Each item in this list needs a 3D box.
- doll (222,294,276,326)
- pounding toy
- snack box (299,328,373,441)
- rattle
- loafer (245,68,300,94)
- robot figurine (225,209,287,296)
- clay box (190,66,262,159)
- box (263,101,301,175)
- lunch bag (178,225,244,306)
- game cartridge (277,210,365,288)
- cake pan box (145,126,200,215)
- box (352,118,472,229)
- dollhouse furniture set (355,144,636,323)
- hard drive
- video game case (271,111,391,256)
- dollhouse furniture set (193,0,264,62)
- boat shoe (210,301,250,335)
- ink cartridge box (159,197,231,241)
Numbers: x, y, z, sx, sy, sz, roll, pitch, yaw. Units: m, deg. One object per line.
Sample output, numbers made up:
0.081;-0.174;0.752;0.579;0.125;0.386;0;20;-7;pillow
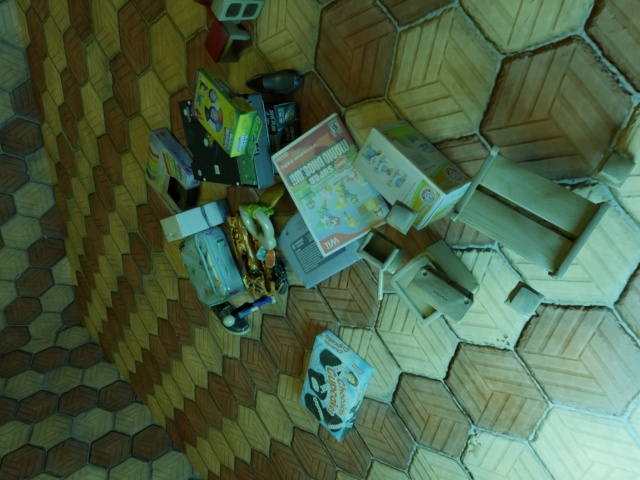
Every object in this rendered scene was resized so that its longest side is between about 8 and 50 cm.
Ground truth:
-0.234;0.222;1.542;0.129;0.189;0.046;-11;100;50;doll
0.206;0.074;1.052;0.206;0.094;0.181;54;129;15;pounding toy
0.040;0.444;1.454;0.187;0.060;0.321;36;132;30;snack box
-0.142;-0.043;1.381;0.130;0.142;0.199;-6;122;39;rattle
-0.120;-0.398;1.211;0.170;0.061;0.062;8;113;44;loafer
-0.201;0.048;1.501;0.211;0.085;0.290;3;111;48;robot figurine
-0.232;-0.305;1.164;0.222;0.053;0.127;48;138;23;clay box
-0.126;-0.271;1.266;0.147;0.078;0.180;14;118;45;box
-0.394;0.090;1.714;0.224;0.108;0.279;-21;93;50;lunch bag
0.000;0.000;1.286;0.297;0.062;0.198;-34;79;50;game cartridge
-0.538;-0.233;1.745;0.267;0.070;0.245;49;139;19;cake pan box
0.183;-0.136;0.968;0.203;0.114;0.103;48;135;19;box
0.289;-0.045;0.851;0.303;0.174;0.355;34;98;15;dollhouse furniture set
-0.262;-0.273;1.307;0.339;0.064;0.236;13;118;47;hard drive
0.025;-0.130;1.149;0.204;0.025;0.285;-30;86;23;video game case
-0.244;-0.634;1.157;0.201;0.152;0.374;59;140;8;dollhouse furniture set
-0.345;0.276;1.776;0.224;0.080;0.073;26;131;43;boat shoe
-0.412;-0.069;1.590;0.140;0.191;0.082;-9;102;49;ink cartridge box
